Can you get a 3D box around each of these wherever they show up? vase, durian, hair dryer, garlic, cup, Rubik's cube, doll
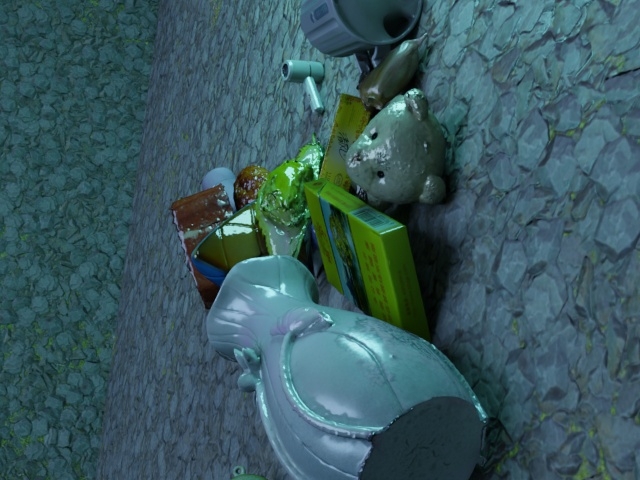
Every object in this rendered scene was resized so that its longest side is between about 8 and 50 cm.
[{"bbox_3d":[0.011,0.180,1.130,0.445,0.250,0.250,36,113,52],"label":"vase"},{"bbox_3d":[-0.058,-0.084,1.608,0.132,0.107,0.375,-39,32,55],"label":"durian"},{"bbox_3d":[-0.026,-0.317,1.763,0.047,0.082,0.137,-48,53,50],"label":"hair dryer"},{"bbox_3d":[0.123,-0.272,1.385,0.152,0.066,0.084,-50,30,3],"label":"garlic"},{"bbox_3d":[0.056,-0.385,1.476,0.202,0.167,0.221,-174,97,-70],"label":"cup"},{"bbox_3d":[-0.130,0.020,1.714,0.254,0.254,0.254,-168,90,-68],"label":"Rubik's cube"},{"bbox_3d":[0.094,-0.131,1.311,0.278,0.149,0.175,-176,71,-78],"label":"doll"}]

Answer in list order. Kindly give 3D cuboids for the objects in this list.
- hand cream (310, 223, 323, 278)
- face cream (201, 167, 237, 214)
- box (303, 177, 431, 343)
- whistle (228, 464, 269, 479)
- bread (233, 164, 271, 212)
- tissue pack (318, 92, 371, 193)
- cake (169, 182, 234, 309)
[{"bbox_3d":[0.000,0.000,1.578,0.142,0.053,0.084,114,156,-51],"label":"hand cream"},{"bbox_3d":[-0.206,-0.070,2.060,0.274,0.096,0.154,54,127,44],"label":"face cream"},{"bbox_3d":[0.063,0.024,1.303,0.335,0.047,0.187,-141,33,-65],"label":"box"},{"bbox_3d":[-0.123,0.525,1.552,0.123,0.123,0.223,-44,58,54],"label":"whistle"},{"bbox_3d":[-0.134,-0.061,1.860,0.139,0.095,0.268,114,151,-45],"label":"bread"},{"bbox_3d":[0.046,-0.166,1.487,0.095,0.062,0.176,-57,-18,-82],"label":"tissue pack"},{"bbox_3d":[-0.239,0.017,1.914,0.177,0.151,0.283,79,168,-74],"label":"cake"}]
